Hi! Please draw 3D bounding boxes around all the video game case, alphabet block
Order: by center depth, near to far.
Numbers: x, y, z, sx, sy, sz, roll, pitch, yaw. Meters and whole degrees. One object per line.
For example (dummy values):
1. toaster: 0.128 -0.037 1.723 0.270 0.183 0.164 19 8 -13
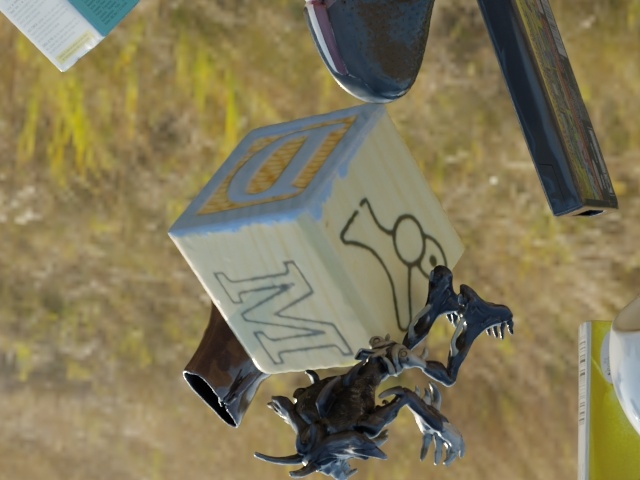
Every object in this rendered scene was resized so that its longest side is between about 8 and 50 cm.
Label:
1. video game case: 0.208 -0.154 1.574 0.035 0.275 0.248 -20 175 16
2. alphabet block: 0.000 0.000 1.715 0.193 0.192 0.197 -7 124 41

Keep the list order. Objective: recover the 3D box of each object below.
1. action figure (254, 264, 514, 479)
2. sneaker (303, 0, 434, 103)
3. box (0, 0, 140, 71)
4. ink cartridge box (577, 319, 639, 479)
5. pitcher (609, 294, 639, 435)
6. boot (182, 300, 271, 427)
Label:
1. action figure: 0.066 0.153 1.577 0.164 0.276 0.141 15 140 50
2. sneaker: 0.071 -0.243 1.182 0.106 0.281 0.162 -1 178 -40
3. box: -0.285 -0.273 1.521 0.244 0.060 0.100 46 147 -13
4. ink cartridge box: 0.411 0.238 1.662 0.307 0.303 0.072 2 168 3
5. pitcher: 0.319 0.122 1.305 0.125 0.207 0.178 -20 -163 38
6. boot: -0.066 0.123 1.917 0.090 0.207 0.248 9 153 31
